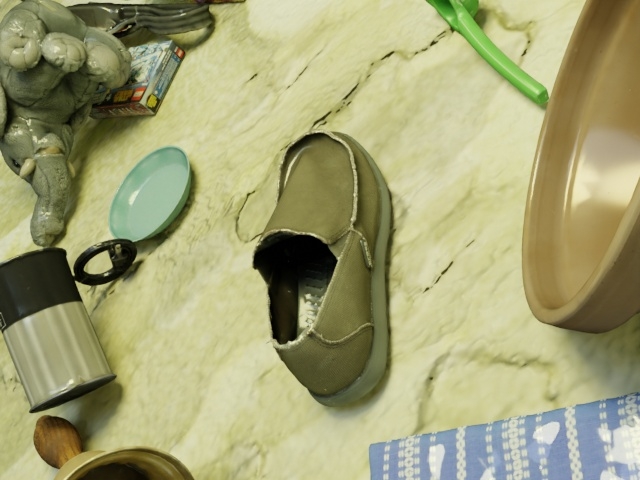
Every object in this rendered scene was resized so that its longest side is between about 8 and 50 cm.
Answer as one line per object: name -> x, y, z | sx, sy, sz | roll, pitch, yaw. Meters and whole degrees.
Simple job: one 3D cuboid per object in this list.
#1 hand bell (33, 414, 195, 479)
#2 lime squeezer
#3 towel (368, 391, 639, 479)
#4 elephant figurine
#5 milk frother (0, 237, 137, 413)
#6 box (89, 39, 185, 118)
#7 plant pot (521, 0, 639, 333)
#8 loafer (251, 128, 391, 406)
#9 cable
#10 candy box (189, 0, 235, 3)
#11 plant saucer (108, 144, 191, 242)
hand bell -> -0.207, 0.194, 0.679 | 0.242, 0.126, 0.126 | 14, 72, 57
lime squeezer -> 0.137, -0.229, 0.704 | 0.110, 0.059, 0.310 | 2, 58, 7
towel -> 0.158, 0.183, 0.391 | 0.336, 0.040, 0.243 | -20, 45, 30
elephant figurine -> -0.341, -0.151, 0.956 | 0.239, 0.169, 0.186 | -60, 14, 26
milk frother -> -0.229, 0.075, 0.773 | 0.143, 0.129, 0.134 | -23, 82, -10
box -> -0.239, -0.201, 1.010 | 0.137, 0.027, 0.094 | 5, 65, 43
plant pot -> 0.200, -0.056, 0.444 | 0.110, 0.237, 0.237 | 14, 66, 1
loafer -> 0.000, 0.000, 0.626 | 0.094, 0.087, 0.251 | -26, 48, 25
cable -> -0.246, -0.278, 1.056 | 0.287, 0.072, 0.139 | 8, 26, 26
candy box -> -0.102, -0.386, 1.002 | 0.109, 0.053, 0.186 | 15, 71, 45
plant saucer -> -0.178, -0.046, 0.858 | 0.119, 0.021, 0.119 | -22, 50, 29
